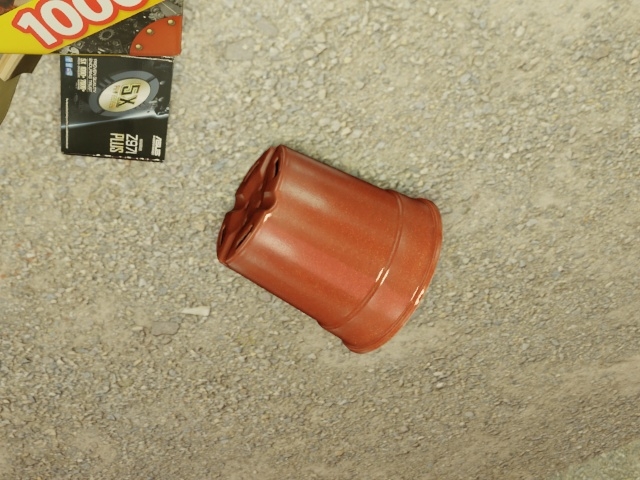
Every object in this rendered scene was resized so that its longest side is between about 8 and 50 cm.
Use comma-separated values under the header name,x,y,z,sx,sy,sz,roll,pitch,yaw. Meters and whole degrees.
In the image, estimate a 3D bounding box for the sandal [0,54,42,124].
name,x,y,z,sx,sy,sz,roll,pitch,yaw
sandal,-0.470,-0.208,1.168,0.079,0.088,0.240,42,113,-2

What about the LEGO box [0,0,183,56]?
name,x,y,z,sx,sy,sz,roll,pitch,yaw
LEGO box,-0.382,-0.382,0.817,0.500,0.193,0.372,-2,143,-12

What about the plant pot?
name,x,y,z,sx,sy,sz,roll,pitch,yaw
plant pot,0.000,0.000,1.314,0.265,0.272,0.272,27,125,-21

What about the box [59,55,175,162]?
name,x,y,z,sx,sy,sz,roll,pitch,yaw
box,-0.283,-0.205,1.181,0.147,0.077,0.180,4,133,-14
